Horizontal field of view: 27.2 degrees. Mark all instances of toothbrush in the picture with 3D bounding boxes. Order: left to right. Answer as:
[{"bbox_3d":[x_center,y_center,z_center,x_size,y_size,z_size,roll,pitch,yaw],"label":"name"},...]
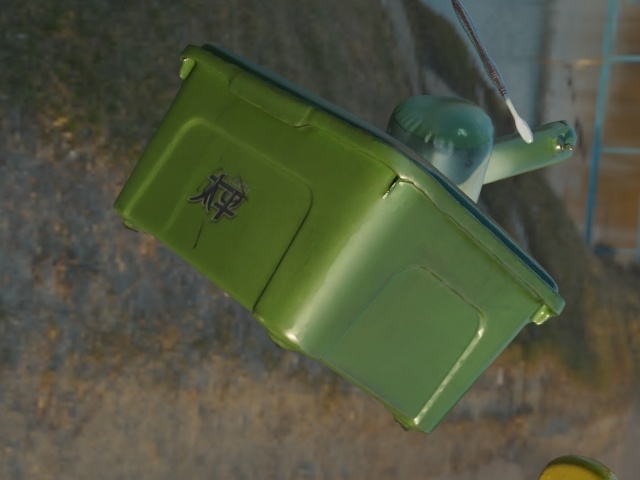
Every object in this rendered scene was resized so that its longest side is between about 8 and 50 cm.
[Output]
[{"bbox_3d":[0.196,-0.196,1.515,0.193,0.013,0.019,62,23,5],"label":"toothbrush"}]

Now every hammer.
[{"bbox_3d":[0.196,-0.084,1.539,0.335,0.119,0.206,-17,133,-40],"label":"hammer"}]

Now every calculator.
[{"bbox_3d":[0.251,0.289,1.330,0.235,0.032,0.146,149,-52,-75],"label":"calculator"}]

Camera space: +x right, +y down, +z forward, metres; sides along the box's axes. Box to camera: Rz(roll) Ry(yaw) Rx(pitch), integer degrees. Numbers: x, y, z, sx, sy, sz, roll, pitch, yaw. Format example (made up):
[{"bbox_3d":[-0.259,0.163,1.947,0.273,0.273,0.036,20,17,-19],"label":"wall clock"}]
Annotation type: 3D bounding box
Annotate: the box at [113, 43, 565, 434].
[{"bbox_3d":[0.000,0.000,1.057,0.253,0.328,0.178,35,90,-41],"label":"box"}]
